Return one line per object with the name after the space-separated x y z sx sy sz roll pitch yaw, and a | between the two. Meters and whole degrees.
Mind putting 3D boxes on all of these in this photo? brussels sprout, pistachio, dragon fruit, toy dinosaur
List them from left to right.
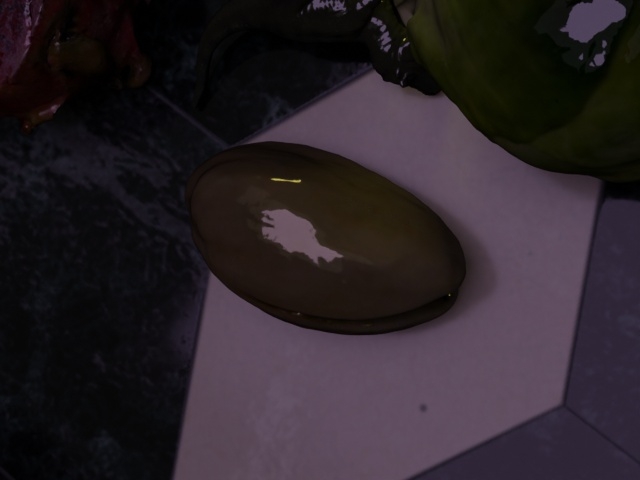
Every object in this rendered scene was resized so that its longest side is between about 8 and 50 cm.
-0.230 -0.204 1.156 0.211 0.147 0.282 37 103 28 | dragon fruit
-0.006 -0.145 1.103 0.187 0.087 0.179 33 96 18 | toy dinosaur
0.000 0.000 1.078 0.226 0.136 0.136 20 93 12 | pistachio
0.180 -0.154 0.990 0.271 0.210 0.219 20 88 35 | brussels sprout
